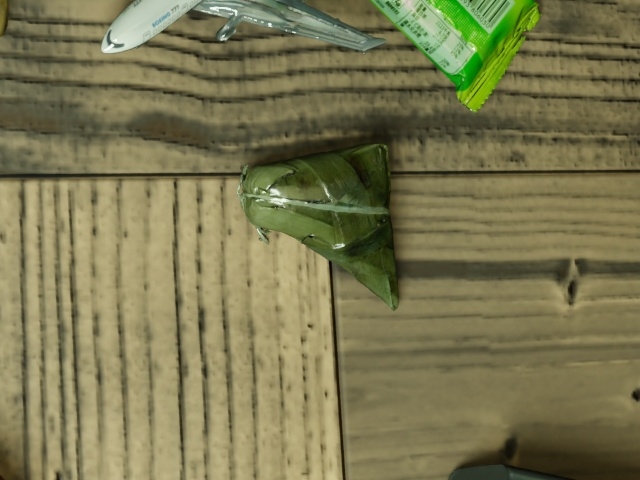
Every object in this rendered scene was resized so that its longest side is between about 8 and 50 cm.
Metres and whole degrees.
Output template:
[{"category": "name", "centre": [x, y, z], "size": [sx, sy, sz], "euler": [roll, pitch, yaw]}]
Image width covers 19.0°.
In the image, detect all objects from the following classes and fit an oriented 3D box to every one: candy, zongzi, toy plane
[{"category": "candy", "centre": [0.075, -0.185, 1.357], "size": [0.178, 0.032, 0.102], "euler": [43, 71, -16]}, {"category": "zongzi", "centre": [0.000, 0.000, 1.291], "size": [0.109, 0.055, 0.119], "euler": [-12, 101, -24]}, {"category": "toy plane", "centre": [-0.062, -0.189, 1.268], "size": [0.226, 0.058, 0.226], "euler": [-43, 86, -16]}]

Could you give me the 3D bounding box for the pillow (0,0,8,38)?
[{"category": "pillow", "centre": [-0.290, -0.239, 1.067], "size": [0.119, 0.312, 0.310], "euler": [-17, 94, 17]}]

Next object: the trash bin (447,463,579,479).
[{"category": "trash bin", "centre": [0.194, 0.253, 1.323], "size": [0.225, 0.115, 0.165], "euler": [18, 76, -22]}]

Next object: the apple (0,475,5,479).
[{"category": "apple", "centre": [-0.226, 0.184, 1.128], "size": [0.126, 0.102, 0.126], "euler": [2, 84, -25]}]
